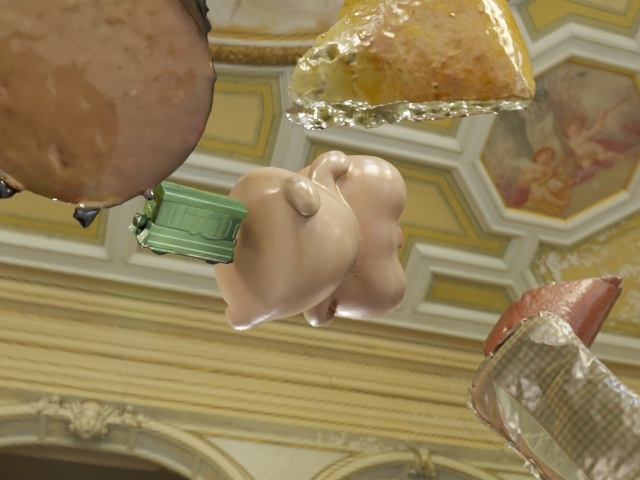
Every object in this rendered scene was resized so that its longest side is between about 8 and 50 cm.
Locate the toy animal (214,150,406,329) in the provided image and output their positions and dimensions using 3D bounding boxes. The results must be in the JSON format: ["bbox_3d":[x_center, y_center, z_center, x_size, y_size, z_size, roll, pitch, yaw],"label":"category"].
[{"bbox_3d":[0.000,0.000,0.756,0.198,0.171,0.171,-11,-45,-54],"label":"toy animal"}]

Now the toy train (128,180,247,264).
[{"bbox_3d":[-0.105,-0.014,0.648,0.093,0.038,0.056,13,-73,-35],"label":"toy train"}]

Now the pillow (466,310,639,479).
[{"bbox_3d":[0.224,0.160,0.737,0.034,0.211,0.135,29,-79,-38],"label":"pillow"}]

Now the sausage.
[{"bbox_3d":[-0.154,-0.092,0.490,0.117,0.317,0.125,19,-88,-22],"label":"sausage"}]

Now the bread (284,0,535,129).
[{"bbox_3d":[0.065,-0.112,0.472,0.136,0.054,0.154,33,-85,22],"label":"bread"}]

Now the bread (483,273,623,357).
[{"bbox_3d":[0.230,0.109,0.858,0.067,0.119,0.192,43,-105,-39],"label":"bread"}]
